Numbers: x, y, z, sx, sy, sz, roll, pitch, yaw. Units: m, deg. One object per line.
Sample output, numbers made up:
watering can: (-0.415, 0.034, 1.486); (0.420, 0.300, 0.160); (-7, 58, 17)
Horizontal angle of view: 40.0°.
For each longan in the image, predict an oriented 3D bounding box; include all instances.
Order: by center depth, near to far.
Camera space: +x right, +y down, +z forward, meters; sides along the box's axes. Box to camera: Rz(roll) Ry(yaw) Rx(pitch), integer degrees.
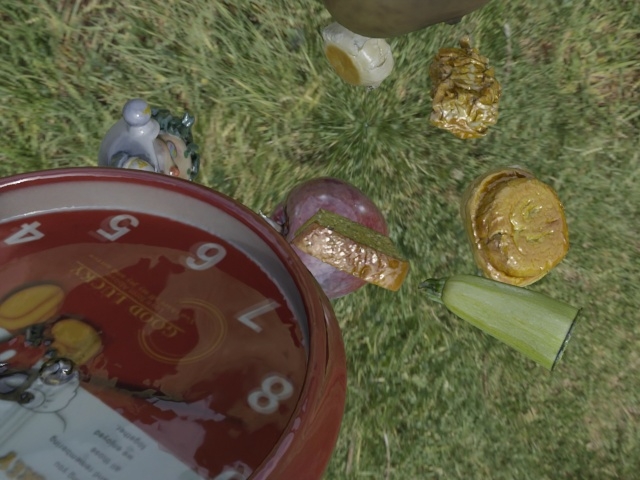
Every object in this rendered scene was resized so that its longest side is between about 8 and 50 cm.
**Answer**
longan: (0.128, -0.402, 1.192); (0.300, 0.300, 0.243); (-11, 60, 4)

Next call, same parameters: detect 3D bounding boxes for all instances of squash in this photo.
squash: (0.236, 0.096, 1.199); (0.224, 0.094, 0.094); (21, 99, 23)

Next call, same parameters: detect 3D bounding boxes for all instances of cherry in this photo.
cherry: (0.000, 0.000, 1.636); (0.285, 0.213, 0.236); (22, 133, -35)

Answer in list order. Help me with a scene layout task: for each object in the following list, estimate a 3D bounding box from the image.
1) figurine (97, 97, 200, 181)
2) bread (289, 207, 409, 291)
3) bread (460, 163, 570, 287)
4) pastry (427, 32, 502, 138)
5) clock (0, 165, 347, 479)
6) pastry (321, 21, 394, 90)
figurine: (-0.325, -0.110, 1.525); (0.186, 0.382, 0.261); (18, 119, 7)
bread: (0.042, 0.010, 1.293); (0.187, 0.103, 0.065); (23, 108, -18)
bread: (0.371, -0.026, 1.689); (0.198, 0.120, 0.236); (-22, 95, -24)
pastry: (0.286, -0.300, 1.716); (0.154, 0.250, 0.102); (7, 133, 4)
clock: (-0.144, 0.076, 0.487); (0.318, 0.318, 0.080); (5, 133, 2)
pastry: (0.074, -0.386, 1.804); (0.166, 0.166, 0.088); (43, 74, -3)
